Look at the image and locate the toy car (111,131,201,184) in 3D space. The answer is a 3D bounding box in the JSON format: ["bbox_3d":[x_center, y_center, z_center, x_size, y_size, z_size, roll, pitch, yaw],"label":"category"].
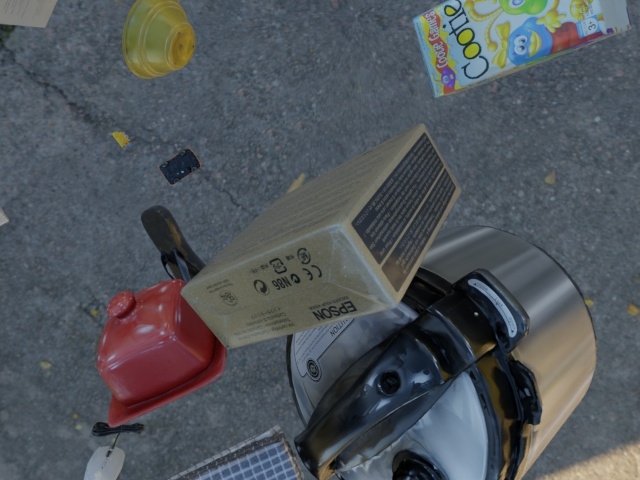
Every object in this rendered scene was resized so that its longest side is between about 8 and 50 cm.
[{"bbox_3d":[-0.232,-0.134,0.713,0.122,0.040,0.060,40,101,-11],"label":"toy car"}]

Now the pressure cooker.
[{"bbox_3d":[0.158,0.180,0.711,0.376,0.420,0.369,8,108,44],"label":"pressure cooker"}]

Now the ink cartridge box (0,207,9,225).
[{"bbox_3d":[-0.766,-0.064,0.992,0.128,0.176,0.127,43,157,25],"label":"ink cartridge box"}]

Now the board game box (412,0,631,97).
[{"bbox_3d":[0.316,-0.349,0.793,0.275,0.144,0.142,-8,104,47],"label":"board game box"}]

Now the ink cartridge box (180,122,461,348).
[{"bbox_3d":[0.000,0.000,0.494,0.235,0.193,0.088,-23,108,43],"label":"ink cartridge box"}]

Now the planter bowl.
[{"bbox_3d":[-0.372,-0.488,1.204,0.090,0.217,0.217,26,115,13],"label":"planter bowl"}]

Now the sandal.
[{"bbox_3d":[-0.293,0.050,1.011,0.097,0.054,0.254,-21,107,38],"label":"sandal"}]

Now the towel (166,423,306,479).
[{"bbox_3d":[-0.146,0.499,0.876,0.284,0.121,0.235,-21,77,-16],"label":"towel"}]

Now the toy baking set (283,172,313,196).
[{"bbox_3d":[-0.011,-0.096,1.326,0.197,0.256,0.030,22,139,14],"label":"toy baking set"}]

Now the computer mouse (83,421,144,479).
[{"bbox_3d":[-0.442,0.460,1.021,0.106,0.193,0.042,12,124,-12],"label":"computer mouse"}]

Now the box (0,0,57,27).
[{"bbox_3d":[-0.736,-0.616,1.073,0.168,0.345,0.215,34,109,-8],"label":"box"}]

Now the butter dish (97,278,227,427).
[{"bbox_3d":[-0.201,0.106,0.578,0.160,0.160,0.118,-27,123,9],"label":"butter dish"}]
